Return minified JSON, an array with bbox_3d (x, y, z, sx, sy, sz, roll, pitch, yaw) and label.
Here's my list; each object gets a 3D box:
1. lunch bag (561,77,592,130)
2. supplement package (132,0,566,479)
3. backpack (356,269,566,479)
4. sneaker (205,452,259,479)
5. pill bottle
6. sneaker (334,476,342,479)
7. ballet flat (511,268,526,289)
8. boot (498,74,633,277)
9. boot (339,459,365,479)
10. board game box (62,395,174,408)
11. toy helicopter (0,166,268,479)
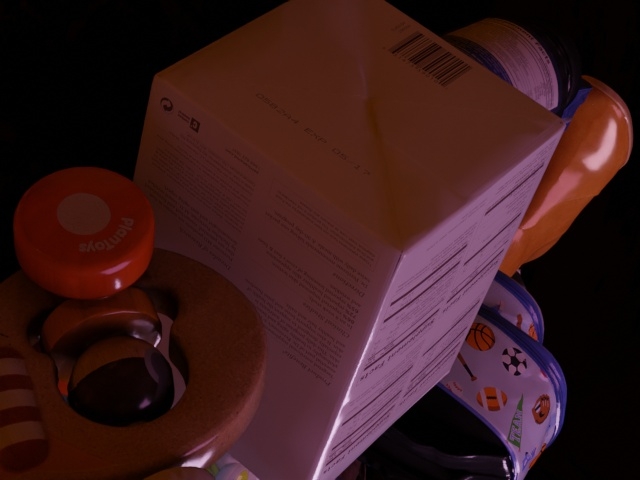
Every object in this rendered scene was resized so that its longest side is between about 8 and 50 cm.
[{"bbox_3d":[0.228,-0.145,1.506,0.065,0.067,0.098,-60,161,21],"label":"lunch bag"},{"bbox_3d":[0.000,0.000,1.020,0.198,0.199,0.263,-36,155,-41],"label":"supplement package"},{"bbox_3d":[0.100,0.134,1.402,0.213,0.263,0.276,-45,159,-23],"label":"backpack"},{"bbox_3d":[-0.082,0.158,1.255,0.107,0.118,0.279,14,101,-53],"label":"sneaker"},{"bbox_3d":[0.132,-0.121,1.236,0.219,0.123,0.123,-29,150,-51],"label":"pill bottle"},{"bbox_3d":[-0.094,0.260,1.353,0.258,0.091,0.094,-28,111,-24],"label":"sneaker"},{"bbox_3d":[0.226,0.059,1.877,0.074,0.074,0.203,-52,163,-3],"label":"ballet flat"},{"bbox_3d":[0.240,-0.040,1.667,0.211,0.104,0.295,-46,164,-21],"label":"boot"},{"bbox_3d":[0.003,0.267,1.737,0.207,0.090,0.248,-51,164,-46],"label":"boot"},{"bbox_3d":[-0.209,0.233,1.136,0.253,0.079,0.336,-20,143,-58],"label":"board game box"},{"bbox_3d":[-0.164,0.136,0.823,0.355,0.235,0.140,-40,158,-32],"label":"toy helicopter"}]
